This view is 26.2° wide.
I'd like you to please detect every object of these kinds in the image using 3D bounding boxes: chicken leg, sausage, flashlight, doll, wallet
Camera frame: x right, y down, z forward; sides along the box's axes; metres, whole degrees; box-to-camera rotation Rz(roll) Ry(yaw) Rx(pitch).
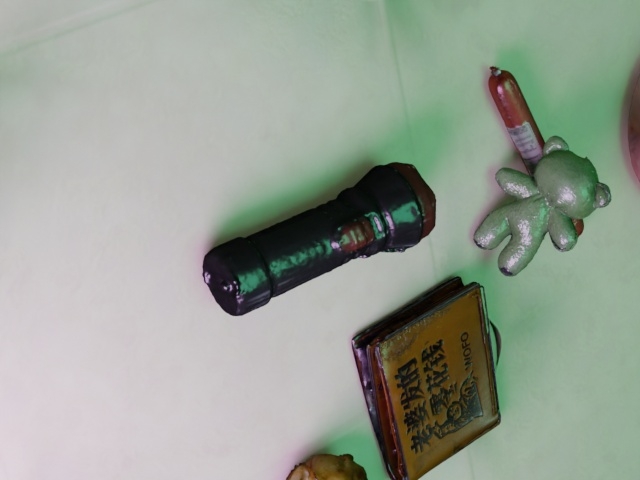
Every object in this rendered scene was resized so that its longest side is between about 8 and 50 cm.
[{"bbox_3d":[0.037,0.315,1.433,0.107,0.087,0.251,-40,130,-7],"label":"chicken leg"},{"bbox_3d":[0.235,-0.090,1.488,0.034,0.034,0.253,-43,125,-18],"label":"sausage"},{"bbox_3d":[0.000,0.000,1.308,0.232,0.093,0.093,-24,117,-28],"label":"flashlight"},{"bbox_3d":[0.233,-0.034,1.465,0.150,0.115,0.077,-42,166,14],"label":"doll"},{"bbox_3d":[0.122,0.154,1.470,0.161,0.042,0.196,-27,118,-28],"label":"wallet"}]

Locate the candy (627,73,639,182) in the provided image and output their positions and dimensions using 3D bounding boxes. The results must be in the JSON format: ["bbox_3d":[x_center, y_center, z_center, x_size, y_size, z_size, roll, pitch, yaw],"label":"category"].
[{"bbox_3d":[0.471,-0.149,1.606,0.255,0.094,0.255,-11,109,-33],"label":"candy"}]
